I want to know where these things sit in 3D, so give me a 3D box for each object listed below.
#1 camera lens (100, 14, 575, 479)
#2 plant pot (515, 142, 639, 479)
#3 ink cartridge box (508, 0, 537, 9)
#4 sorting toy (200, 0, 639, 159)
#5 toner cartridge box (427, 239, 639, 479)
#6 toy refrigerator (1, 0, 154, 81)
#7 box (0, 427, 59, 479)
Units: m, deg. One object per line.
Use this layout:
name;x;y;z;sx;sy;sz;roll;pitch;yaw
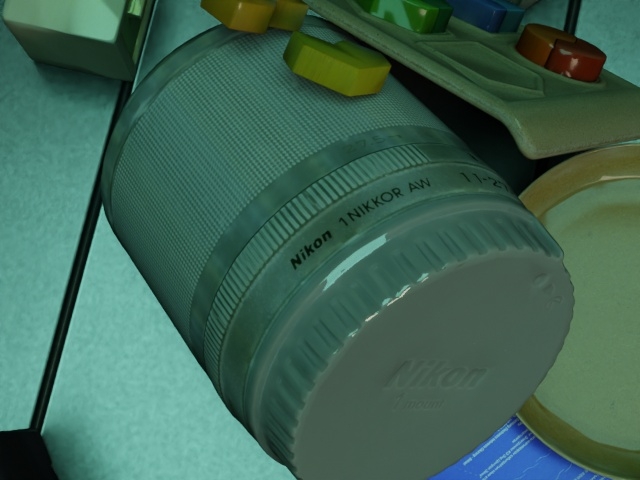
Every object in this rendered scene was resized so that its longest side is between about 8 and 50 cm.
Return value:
camera lens;0.000;0.000;0.735;0.219;0.219;0.274;-35;51;-6
plant pot;0.225;0.050;0.791;0.236;0.032;0.236;0;79;-1
ink cartridge box;0.189;-0.296;0.889;0.208;0.087;0.153;-35;83;-6
sorting toy;0.081;-0.134;0.749;0.229;0.307;0.041;40;120;26
toner cartridge box;0.233;0.105;0.836;0.348;0.075;0.165;-38;84;-6
toy refrigerator;-0.154;-0.269;0.870;0.094;0.102;0.269;13;81;0
box;-0.275;0.318;0.740;0.296;0.183;0.294;-27;82;-6
